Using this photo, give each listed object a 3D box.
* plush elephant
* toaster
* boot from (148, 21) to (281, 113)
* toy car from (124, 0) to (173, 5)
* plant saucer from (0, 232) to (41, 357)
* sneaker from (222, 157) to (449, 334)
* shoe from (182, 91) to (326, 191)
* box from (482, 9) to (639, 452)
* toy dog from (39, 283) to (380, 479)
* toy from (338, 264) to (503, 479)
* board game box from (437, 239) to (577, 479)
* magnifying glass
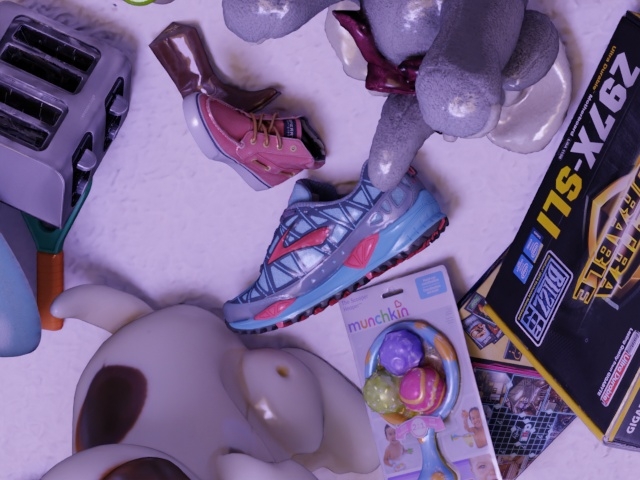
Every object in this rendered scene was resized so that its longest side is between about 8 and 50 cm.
[{"bbox_3d":[0.095,-0.169,1.718,0.272,0.330,0.255,21,141,21],"label":"plush elephant"},{"bbox_3d":[-0.292,-0.128,1.868,0.186,0.168,0.110,25,145,1],"label":"toaster"},{"bbox_3d":[-0.106,-0.171,1.884,0.106,0.037,0.114,-21,101,21],"label":"boot"},{"bbox_3d":[-0.134,-0.328,1.766,0.188,0.155,0.149,-42,97,14],"label":"toy car"},{"bbox_3d":[-0.407,0.001,1.937,0.318,0.044,0.317,37,152,24],"label":"plant saucer"},{"bbox_3d":[0.000,0.000,1.909,0.262,0.104,0.125,-31,84,21],"label":"sneaker"},{"bbox_3d":[-0.061,-0.105,1.841,0.081,0.178,0.063,-19,63,18],"label":"shoe"},{"bbox_3d":[0.288,-0.012,1.690,0.079,0.257,0.322,15,110,-26],"label":"box"},{"bbox_3d":[-0.145,0.240,1.865,0.285,0.408,0.395,-25,105,24],"label":"toy dog"},{"bbox_3d":[0.090,0.157,1.901,0.137,0.056,0.237,-18,86,33],"label":"toy"},{"bbox_3d":[0.204,0.114,1.915,0.165,0.042,0.243,39,118,-2],"label":"board game box"},{"bbox_3d":[-0.287,-0.012,2.010,0.092,0.026,0.231,8,116,12],"label":"magnifying glass"}]
